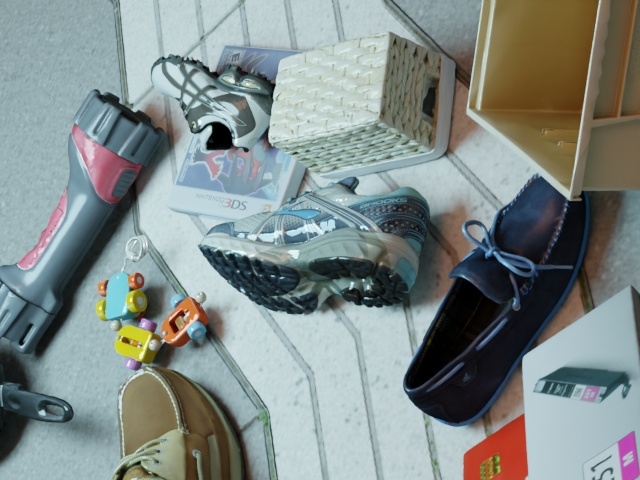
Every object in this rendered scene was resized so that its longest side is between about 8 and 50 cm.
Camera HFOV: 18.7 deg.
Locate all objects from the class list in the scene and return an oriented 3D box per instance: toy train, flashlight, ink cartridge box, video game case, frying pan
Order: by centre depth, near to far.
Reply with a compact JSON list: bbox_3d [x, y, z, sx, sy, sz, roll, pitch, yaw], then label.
[{"bbox_3d":[0.194,0.193,1.630,0.239,0.060,0.275,-36,26,25],"label":"ink cartridge box"},{"bbox_3d":[-0.179,0.076,2.127,0.125,0.046,0.166,-50,48,12],"label":"toy train"},{"bbox_3d":[-0.075,-0.117,2.137,0.183,0.023,0.201,10,77,45],"label":"video game case"},{"bbox_3d":[-0.387,0.151,2.228,0.326,0.053,0.197,-27,78,43],"label":"frying pan"},{"bbox_3d":[-0.301,-0.026,2.254,0.304,0.103,0.103,-55,18,9],"label":"flashlight"}]

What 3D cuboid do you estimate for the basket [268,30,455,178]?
[{"bbox_3d":[0.040,-0.140,1.981,0.167,0.103,0.113,-9,65,40],"label":"basket"}]

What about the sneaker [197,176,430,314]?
[{"bbox_3d":[0.000,0.000,1.972,0.283,0.110,0.122,1,53,41],"label":"sneaker"}]

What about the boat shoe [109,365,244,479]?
[{"bbox_3d":[-0.148,0.253,1.952,0.122,0.120,0.324,-42,47,20],"label":"boat shoe"}]

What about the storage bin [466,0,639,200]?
[{"bbox_3d":[0.240,-0.197,1.676,0.262,0.123,0.260,-127,40,-66],"label":"storage bin"}]

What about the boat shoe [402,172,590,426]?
[{"bbox_3d":[0.164,0.049,1.779,0.109,0.089,0.258,20,84,47],"label":"boat shoe"}]

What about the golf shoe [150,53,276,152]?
[{"bbox_3d":[-0.130,-0.148,2.133,0.198,0.077,0.094,14,81,47],"label":"golf shoe"}]
